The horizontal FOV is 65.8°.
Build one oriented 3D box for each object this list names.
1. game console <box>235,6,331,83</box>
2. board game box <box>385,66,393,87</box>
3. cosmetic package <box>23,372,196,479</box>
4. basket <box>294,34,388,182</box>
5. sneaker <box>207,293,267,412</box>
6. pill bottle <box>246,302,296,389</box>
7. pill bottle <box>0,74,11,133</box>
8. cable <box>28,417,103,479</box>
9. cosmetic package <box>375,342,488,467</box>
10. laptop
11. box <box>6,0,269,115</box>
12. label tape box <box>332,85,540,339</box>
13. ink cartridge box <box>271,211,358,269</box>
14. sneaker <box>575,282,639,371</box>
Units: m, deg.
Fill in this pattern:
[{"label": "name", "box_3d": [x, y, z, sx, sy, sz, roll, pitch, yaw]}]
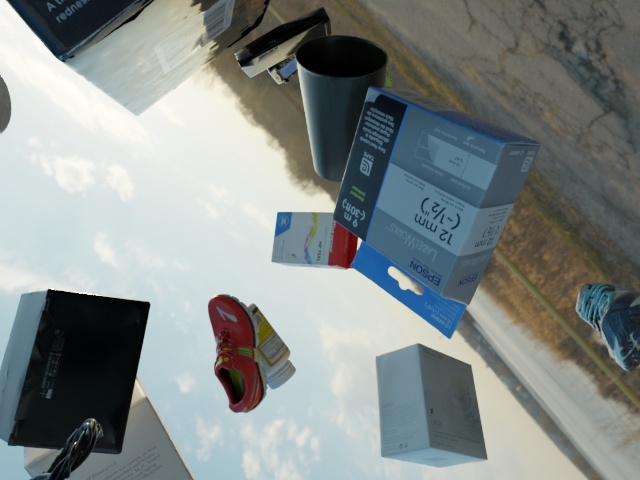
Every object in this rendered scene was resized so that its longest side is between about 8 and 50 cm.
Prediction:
[{"label": "game console", "box_3d": [-0.071, -0.443, 1.177, 0.044, 0.213, 0.361, 64, -174, -6]}, {"label": "board game box", "box_3d": [0.130, -0.378, 1.228, 0.043, 0.092, 0.181, 46, 171, 41]}, {"label": "cosmetic package", "box_3d": [-0.620, 0.623, 1.473, 0.329, 0.327, 0.394, 21, 134, 57]}, {"label": "basket", "box_3d": [0.042, -0.239, 0.932, 0.204, 0.154, 0.227, -120, 19, -45]}, {"label": "sneaker", "box_3d": [-0.199, 0.255, 1.130, 0.118, 0.107, 0.279, -7, -104, -67]}, {"label": "pill bottle", "box_3d": [-0.158, 0.277, 1.286, 0.215, 0.117, 0.117, 54, -173, -4]}, {"label": "pill bottle", "box_3d": [-0.776, -0.274, 0.962, 0.152, 0.271, 0.153, 0, -90, -86]}, {"label": "cable", "box_3d": [-0.452, 0.382, 0.873, 0.047, 0.150, 0.184, 50, 153, -8]}, {"label": "cosmetic package", "box_3d": [0.251, 0.382, 1.136, 0.224, 0.138, 0.225, 27, -133, -36]}, {"label": "laptop", "box_3d": [-0.689, 0.341, 1.339, 0.407, 0.382, 0.236, 9, 165, -9]}, {"label": "box", "box_3d": [-0.293, -0.438, 0.573, 0.472, 0.297, 0.480, 53, 175, -14]}, {"label": "label tape box", "box_3d": [0.147, -0.037, 0.789, 0.115, 0.348, 0.249, -8, -145, -42]}, {"label": "ink cartridge box", "box_3d": [0.000, 0.000, 1.235, 0.078, 0.230, 0.134, 24, -110, -63]}, {"label": "sneaker", "box_3d": [0.440, 0.117, 0.745, 0.122, 0.110, 0.283, 31, -170, 37]}]
